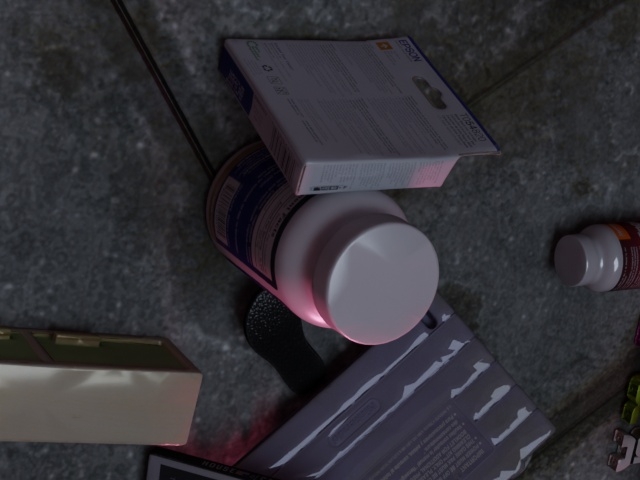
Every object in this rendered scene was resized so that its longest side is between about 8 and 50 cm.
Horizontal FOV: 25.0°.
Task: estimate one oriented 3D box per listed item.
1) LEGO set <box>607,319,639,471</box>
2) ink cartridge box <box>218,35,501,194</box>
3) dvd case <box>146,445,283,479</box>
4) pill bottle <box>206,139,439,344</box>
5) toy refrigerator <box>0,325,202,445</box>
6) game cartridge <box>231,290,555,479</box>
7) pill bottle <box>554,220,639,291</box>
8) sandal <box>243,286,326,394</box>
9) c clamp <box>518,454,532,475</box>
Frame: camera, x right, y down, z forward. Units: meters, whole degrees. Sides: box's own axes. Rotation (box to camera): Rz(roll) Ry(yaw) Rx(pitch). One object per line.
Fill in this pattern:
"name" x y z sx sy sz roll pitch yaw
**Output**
"LEGO set" 0.467 0.214 1.926 0.093 0.087 0.227 -1 111 -29
"ink cartridge box" 0.037 -0.132 1.470 0.224 0.223 0.045 -5 131 -26
"dvd case" -0.088 0.341 1.607 0.239 0.029 0.179 13 107 14
"pill bottle" 0.000 0.000 1.473 0.153 0.265 0.153 -11 115 -25
"toy refrigerator" -0.267 0.145 1.481 0.270 0.102 0.094 6 106 -30
"game cartridge" 0.074 0.257 1.674 0.355 0.068 0.230 -40 93 -10
"pill bottle" 0.371 0.020 1.795 0.152 0.086 0.086 -4 111 -28
"sandal" -0.046 0.111 1.634 0.067 0.040 0.179 -34 137 -7
"c clamp" 0.216 0.270 1.846 0.137 0.022 0.160 -19 118 -21
